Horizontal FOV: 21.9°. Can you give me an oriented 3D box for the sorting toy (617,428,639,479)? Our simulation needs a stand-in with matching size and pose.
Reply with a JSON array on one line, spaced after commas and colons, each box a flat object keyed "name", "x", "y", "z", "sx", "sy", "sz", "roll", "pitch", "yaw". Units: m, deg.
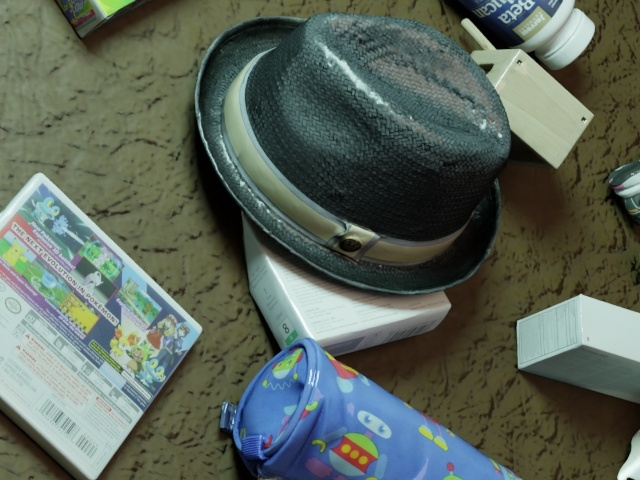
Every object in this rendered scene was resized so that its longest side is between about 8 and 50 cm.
[{"name": "sorting toy", "x": 0.351, "y": 0.249, "z": 1.747, "sx": 0.075, "sy": 0.045, "sz": 0.083, "roll": -37, "pitch": 97, "yaw": -21}]

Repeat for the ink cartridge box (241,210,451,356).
[{"name": "ink cartridge box", "x": 0.000, "y": 0.000, "z": 1.576, "sx": 0.181, "sy": 0.056, "sz": 0.225, "roll": -11, "pitch": 61, "yaw": -39}]

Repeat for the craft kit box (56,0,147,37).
[{"name": "craft kit box", "x": -0.195, "y": -0.347, "z": 1.547, "sx": 0.246, "sy": 0.061, "sz": 0.250, "roll": -37, "pitch": 96, "yaw": -43}]

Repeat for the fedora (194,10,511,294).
[{"name": "fedora", "x": 0.057, "y": -0.114, "z": 1.546, "sx": 0.334, "sy": 0.152, "sz": 0.334, "roll": 18, "pitch": 51, "yaw": -24}]

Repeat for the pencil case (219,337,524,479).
[{"name": "pencil case", "x": 0.061, "y": 0.210, "z": 1.480, "sx": 0.306, "sy": 0.119, "sz": 0.133, "roll": 34, "pitch": 74, "yaw": -23}]

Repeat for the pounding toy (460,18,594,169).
[{"name": "pounding toy", "x": 0.196, "y": -0.155, "z": 1.728, "sx": 0.130, "sy": 0.141, "sz": 0.100, "roll": 39, "pitch": 82, "yaw": -20}]

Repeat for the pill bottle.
[{"name": "pill bottle", "x": 0.216, "y": -0.264, "z": 1.799, "sx": 0.169, "sy": 0.094, "sz": 0.094, "roll": 38, "pitch": 54, "yaw": -19}]

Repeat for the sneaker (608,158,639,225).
[{"name": "sneaker", "x": 0.397, "y": -0.069, "z": 1.892, "sx": 0.178, "sy": 0.072, "sz": 0.077, "roll": -28, "pitch": 103, "yaw": -33}]

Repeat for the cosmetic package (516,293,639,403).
[{"name": "cosmetic package", "x": 0.327, "y": 0.121, "z": 1.733, "sx": 0.239, "sy": 0.099, "sz": 0.060, "roll": 18, "pitch": 63, "yaw": -32}]

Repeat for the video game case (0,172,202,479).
[{"name": "video game case", "x": -0.217, "y": 0.072, "z": 1.387, "sx": 0.201, "sy": 0.023, "sz": 0.183, "roll": 45, "pitch": 52, "yaw": -14}]
